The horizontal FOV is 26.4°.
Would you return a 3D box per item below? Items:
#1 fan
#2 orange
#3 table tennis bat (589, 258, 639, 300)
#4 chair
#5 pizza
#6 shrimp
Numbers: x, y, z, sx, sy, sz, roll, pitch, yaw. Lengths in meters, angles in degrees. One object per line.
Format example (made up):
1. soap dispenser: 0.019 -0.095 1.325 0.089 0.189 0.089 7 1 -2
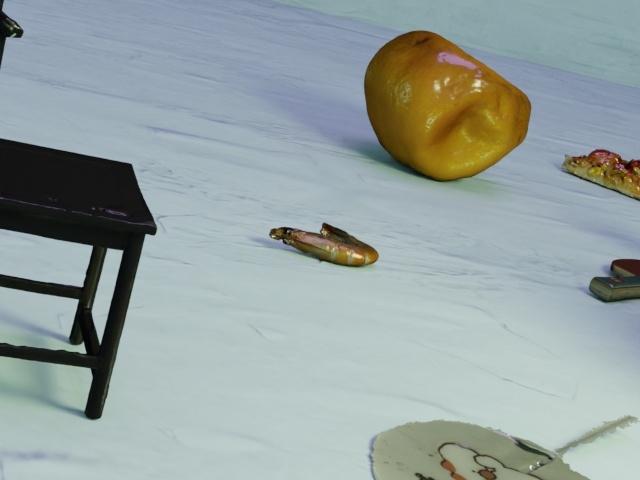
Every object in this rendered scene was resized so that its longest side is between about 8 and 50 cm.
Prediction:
1. fan: 0.169 0.172 1.048 0.191 0.009 0.329 25 21 32
2. orange: 0.168 -0.186 1.954 0.249 0.183 0.249 33 8 -5
3. table tennis bat: 0.411 0.056 1.660 0.154 0.021 0.274 29 19 39
4. chair: -0.192 -0.032 0.933 0.141 0.260 0.154 11 17 -19
5. pizza: 0.497 -0.113 2.244 0.193 0.053 0.201 12 17 -13
6. shrimp: 0.000 0.000 1.438 0.127 0.025 0.091 14 15 -24
